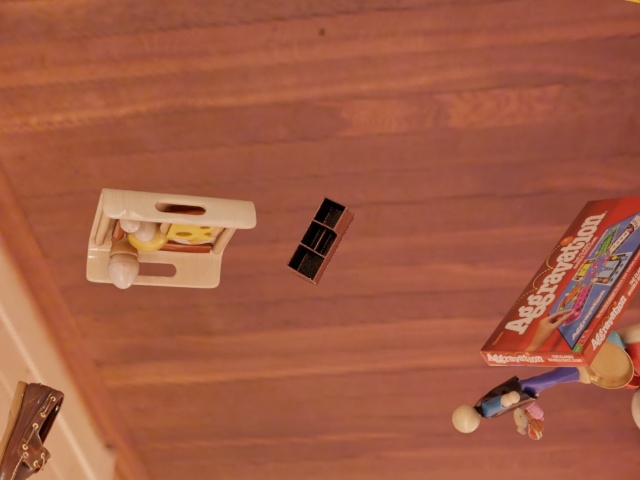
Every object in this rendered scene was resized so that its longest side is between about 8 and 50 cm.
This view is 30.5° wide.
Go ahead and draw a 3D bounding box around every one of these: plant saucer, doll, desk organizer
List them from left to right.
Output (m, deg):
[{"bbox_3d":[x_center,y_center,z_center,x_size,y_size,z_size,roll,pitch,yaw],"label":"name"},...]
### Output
[{"bbox_3d":[0.000,0.000,1.829,0.047,0.130,0.050,26,172,20],"label":"desk organizer"},{"bbox_3d":[0.261,0.203,1.551,0.189,0.046,0.129,-24,176,9],"label":"doll"},{"bbox_3d":[0.417,0.177,1.710,0.083,0.015,0.083,17,126,24],"label":"plant saucer"}]

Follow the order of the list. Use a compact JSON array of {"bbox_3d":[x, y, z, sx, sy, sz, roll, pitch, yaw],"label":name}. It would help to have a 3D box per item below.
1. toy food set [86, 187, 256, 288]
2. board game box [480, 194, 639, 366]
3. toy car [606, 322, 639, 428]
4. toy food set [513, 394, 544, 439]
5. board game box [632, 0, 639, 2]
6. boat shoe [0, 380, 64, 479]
[{"bbox_3d":[-0.235,0.010,1.787,0.220,0.092,0.306,4,161,-15],"label":"toy food set"},{"bbox_3d":[0.313,0.042,1.374,0.145,0.281,0.027,-8,124,50],"label":"board game box"},{"bbox_3d":[0.564,0.255,1.977,0.219,0.238,0.210,-11,169,-11],"label":"toy car"},{"bbox_3d":[0.350,0.296,1.990,0.078,0.019,0.122,25,140,46],"label":"toy food set"},{"bbox_3d":[0.385,-0.273,1.151,0.260,0.124,0.039,9,148,-16],"label":"board game box"},{"bbox_3d":[-0.402,0.282,1.597,0.073,0.207,0.073,16,140,-8],"label":"boat shoe"}]
